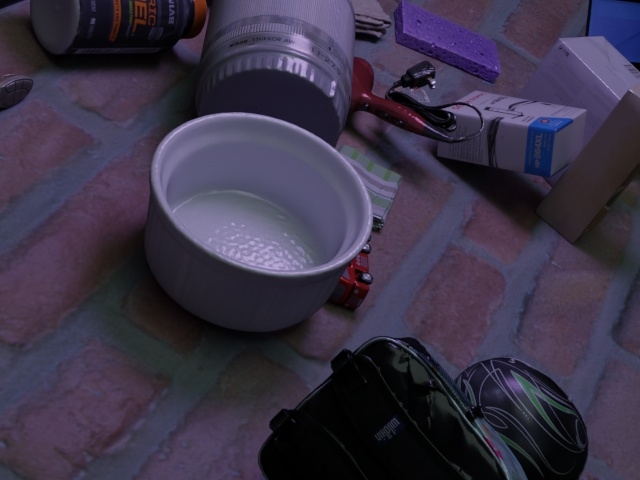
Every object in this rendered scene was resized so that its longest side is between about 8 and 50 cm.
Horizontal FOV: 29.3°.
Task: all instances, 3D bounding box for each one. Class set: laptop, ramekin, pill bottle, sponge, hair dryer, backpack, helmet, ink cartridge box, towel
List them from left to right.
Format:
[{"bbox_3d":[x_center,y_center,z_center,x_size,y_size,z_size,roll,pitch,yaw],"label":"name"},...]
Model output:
[{"bbox_3d":[-0.285,-0.336,1.783,0.246,0.130,0.130,-10,53,-43],"label":"pill bottle"},{"bbox_3d":[-0.086,-0.018,1.518,0.277,0.135,0.277,12,45,-12],"label":"ramekin"},{"bbox_3d":[-0.002,-0.470,2.227,0.187,0.049,0.282,2,44,-37],"label":"towel"},{"bbox_3d":[0.061,-0.085,1.836,0.113,0.023,0.152,31,35,-3],"label":"towel"},{"bbox_3d":[0.091,-0.222,1.920,0.294,0.080,0.223,-11,36,-17],"label":"hair dryer"},{"bbox_3d":[0.091,0.253,1.282,0.253,0.225,0.191,49,8,23],"label":"backpack"},{"bbox_3d":[0.239,-0.374,2.307,0.210,0.031,0.117,21,37,-17],"label":"sponge"},{"bbox_3d":[0.225,0.227,1.469,0.162,0.169,0.169,33,32,-28],"label":"helmet"},{"bbox_3d":[0.311,-0.176,2.003,0.203,0.085,0.148,14,26,27],"label":"ink cartridge box"},{"bbox_3d":[0.669,-0.371,2.536,0.234,0.136,0.264,-4,49,-39],"label":"laptop"}]

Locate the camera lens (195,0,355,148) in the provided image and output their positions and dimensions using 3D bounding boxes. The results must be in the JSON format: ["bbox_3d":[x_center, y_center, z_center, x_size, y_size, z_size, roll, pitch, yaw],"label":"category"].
[{"bbox_3d":[-0.063,-0.254,1.763,0.219,0.219,0.274,21,44,-16],"label":"camera lens"}]

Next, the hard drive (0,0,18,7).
[{"bbox_3d":[-0.493,-0.366,1.754,0.094,0.022,0.135,38,36,8],"label":"hard drive"}]

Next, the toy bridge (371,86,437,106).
[{"bbox_3d":[0.124,-0.233,2.056,0.188,0.026,0.063,25,39,-10],"label":"toy bridge"}]

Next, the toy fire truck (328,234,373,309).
[{"bbox_3d":[0.000,0.000,1.668,0.135,0.047,0.192,20,38,-16],"label":"toy fire truck"}]

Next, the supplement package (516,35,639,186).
[{"bbox_3d":[0.461,-0.216,2.137,0.149,0.203,0.194,-11,54,-45],"label":"supplement package"}]

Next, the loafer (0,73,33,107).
[{"bbox_3d":[-0.424,-0.192,1.584,0.039,0.045,0.125,33,38,13],"label":"loafer"}]

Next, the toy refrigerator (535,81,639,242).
[{"bbox_3d":[0.472,-0.125,1.980,0.094,0.269,0.102,43,36,13],"label":"toy refrigerator"}]
